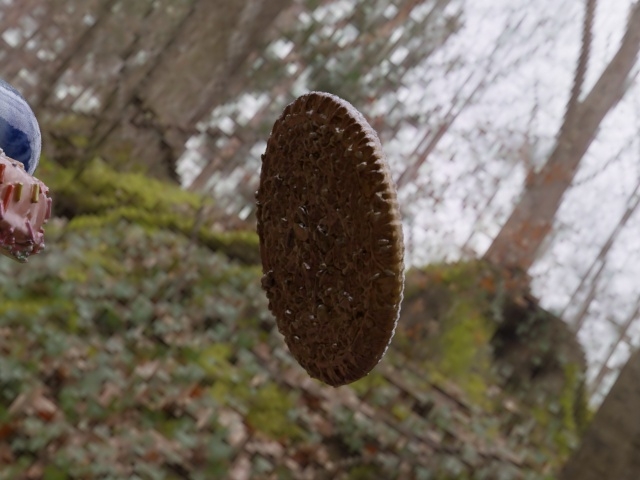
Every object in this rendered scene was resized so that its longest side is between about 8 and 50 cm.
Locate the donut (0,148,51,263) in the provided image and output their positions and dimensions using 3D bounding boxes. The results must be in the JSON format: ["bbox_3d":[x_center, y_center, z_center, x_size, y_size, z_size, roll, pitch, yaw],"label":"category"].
[{"bbox_3d":[-0.243,-0.034,1.192,0.117,0.065,0.166,24,-8,21],"label":"donut"}]

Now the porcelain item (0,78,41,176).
[{"bbox_3d":[-0.351,-0.117,1.584,0.141,0.141,0.259,25,-17,21],"label":"porcelain item"}]

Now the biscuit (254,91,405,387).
[{"bbox_3d":[0.000,0.000,1.697,0.305,0.038,0.305,19,-69,61],"label":"biscuit"}]
